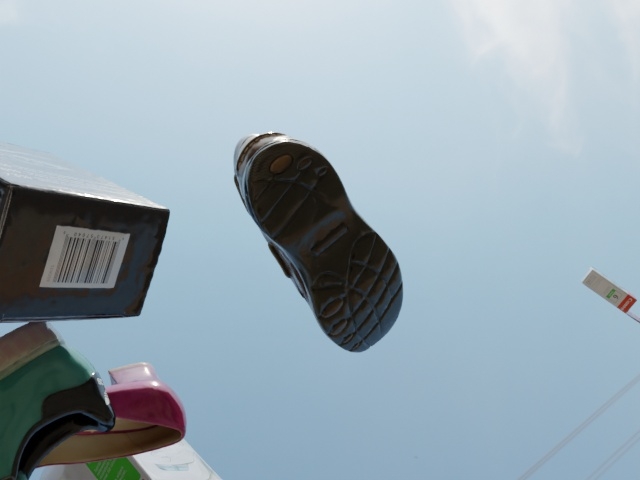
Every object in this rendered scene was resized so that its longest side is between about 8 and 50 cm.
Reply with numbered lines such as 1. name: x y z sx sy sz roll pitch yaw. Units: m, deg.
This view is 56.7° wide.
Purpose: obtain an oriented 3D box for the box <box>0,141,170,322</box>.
1. box: -0.266 -0.018 0.524 0.207 0.153 0.108 23 -82 33

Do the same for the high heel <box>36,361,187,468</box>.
1. high heel: -0.250 0.191 0.549 0.244 0.117 0.082 -11 -67 -28

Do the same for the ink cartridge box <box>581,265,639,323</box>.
1. ink cartridge box: 0.463 0.086 0.922 0.115 0.063 0.029 38 -74 17

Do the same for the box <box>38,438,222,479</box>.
1. box: -0.290 0.391 0.840 0.231 0.127 0.262 32 -84 35

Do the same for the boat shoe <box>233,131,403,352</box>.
1. boat shoe: 0.000 0.000 0.702 0.122 0.324 0.120 -35 -142 -10

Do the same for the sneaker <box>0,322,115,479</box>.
1. sneaker: -0.287 0.189 0.431 0.121 0.108 0.302 42 -127 6
